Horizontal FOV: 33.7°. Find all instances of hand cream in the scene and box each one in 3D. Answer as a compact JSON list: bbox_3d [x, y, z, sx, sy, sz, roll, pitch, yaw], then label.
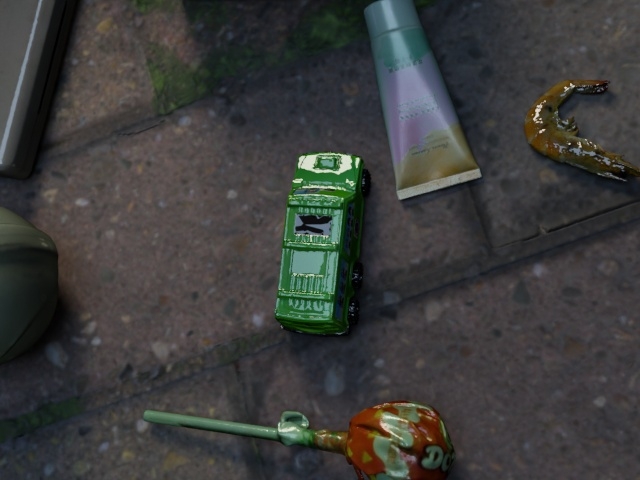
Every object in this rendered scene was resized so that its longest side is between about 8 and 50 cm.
[{"bbox_3d":[0.084,-0.129,0.939,0.076,0.047,0.174,-15,85,10],"label":"hand cream"}]

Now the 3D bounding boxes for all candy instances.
[{"bbox_3d":[-0.026,0.170,0.902,0.288,0.078,0.084,2,93,22],"label":"candy"}]

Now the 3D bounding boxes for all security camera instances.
[{"bbox_3d":[-0.368,0.066,0.940,0.277,0.191,0.197,-32,74,5],"label":"security camera"}]

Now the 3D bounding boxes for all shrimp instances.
[{"bbox_3d":[0.234,-0.097,0.902,0.114,0.023,0.083,29,85,21],"label":"shrimp"}]

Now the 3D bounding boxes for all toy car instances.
[{"bbox_3d":[0.000,0.000,0.922,0.071,0.062,0.165,4,81,16],"label":"toy car"}]

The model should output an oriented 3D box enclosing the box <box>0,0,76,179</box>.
[{"bbox_3d":[-0.309,-0.185,1.039,0.103,0.055,0.243,10,83,15],"label":"box"}]
